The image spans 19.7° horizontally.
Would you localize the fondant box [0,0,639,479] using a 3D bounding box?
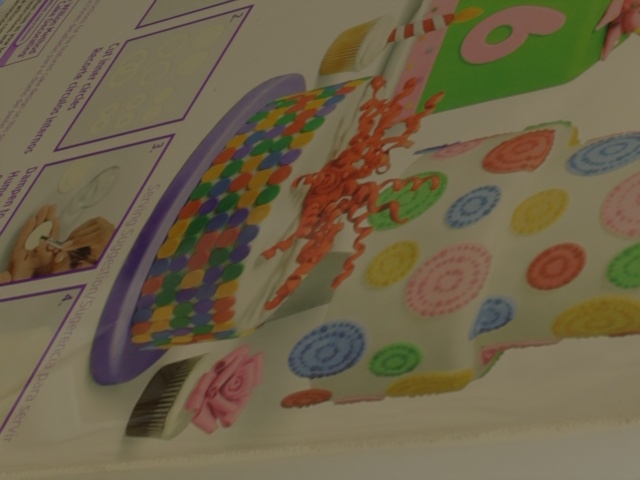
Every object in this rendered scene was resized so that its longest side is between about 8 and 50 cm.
[{"bbox_3d":[0.000,0.000,0.505,0.330,0.096,0.238,-11,-142,38],"label":"fondant box"}]
